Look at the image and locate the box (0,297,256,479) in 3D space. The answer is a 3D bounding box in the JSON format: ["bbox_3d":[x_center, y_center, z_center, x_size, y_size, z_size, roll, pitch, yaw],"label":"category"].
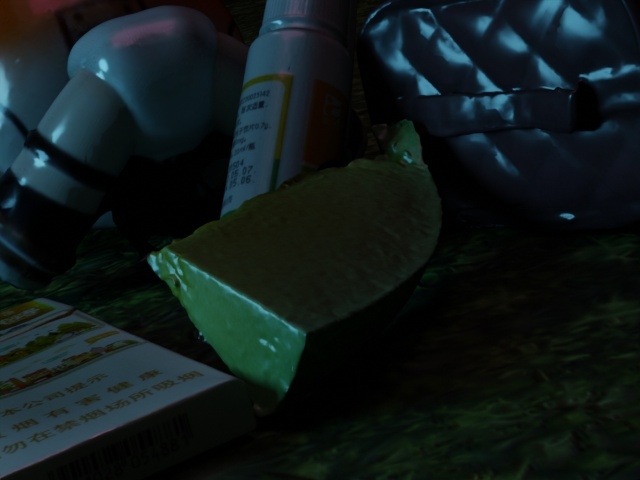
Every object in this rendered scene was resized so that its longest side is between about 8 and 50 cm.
[{"bbox_3d":[-0.134,0.072,0.636,0.122,0.032,0.220,-22,17,-28],"label":"box"}]

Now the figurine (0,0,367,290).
[{"bbox_3d":[-0.143,-0.100,0.949,0.320,0.196,0.323,-18,26,-21],"label":"figurine"}]

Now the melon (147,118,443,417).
[{"bbox_3d":[0.000,-0.001,0.682,0.114,0.053,0.262,18,28,13],"label":"melon"}]

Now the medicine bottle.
[{"bbox_3d":[-0.006,-0.085,0.809,0.061,0.220,0.092,-3,-23,25],"label":"medicine bottle"}]

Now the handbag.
[{"bbox_3d":[0.132,-0.087,0.764,0.135,0.146,0.225,-23,17,-38],"label":"handbag"}]
